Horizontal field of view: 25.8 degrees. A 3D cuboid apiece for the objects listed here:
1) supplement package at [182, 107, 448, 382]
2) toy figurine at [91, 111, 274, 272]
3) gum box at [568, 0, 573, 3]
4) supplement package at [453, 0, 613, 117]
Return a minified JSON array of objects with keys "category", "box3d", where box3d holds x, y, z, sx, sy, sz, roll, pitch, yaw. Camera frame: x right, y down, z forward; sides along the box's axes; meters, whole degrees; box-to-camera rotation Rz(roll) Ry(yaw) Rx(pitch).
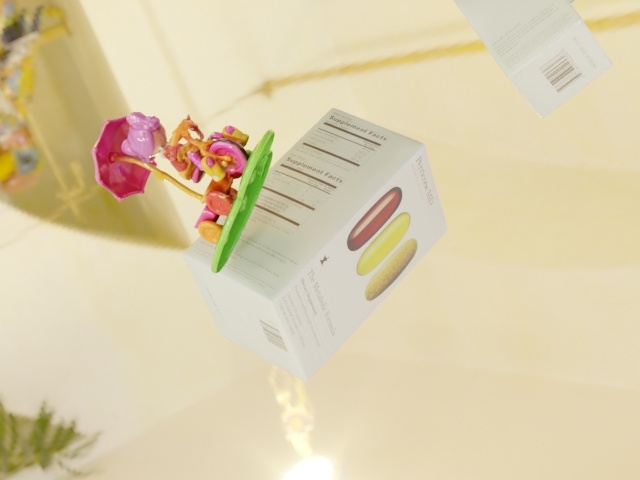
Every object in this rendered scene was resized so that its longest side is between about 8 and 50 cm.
[{"category":"supplement package","box3d":[0.000,0.000,1.464,0.134,0.139,0.244,26,-119,36]},{"category":"toy figurine","box3d":[-0.138,-0.071,1.318,0.173,0.159,0.130,112,3,-55]},{"category":"gum box","box3d":[0.320,-0.420,1.863,0.157,0.184,0.041,-37,179,20]},{"category":"supplement package","box3d":[0.236,-0.251,1.608,0.105,0.105,0.179,-38,-128,13]}]
